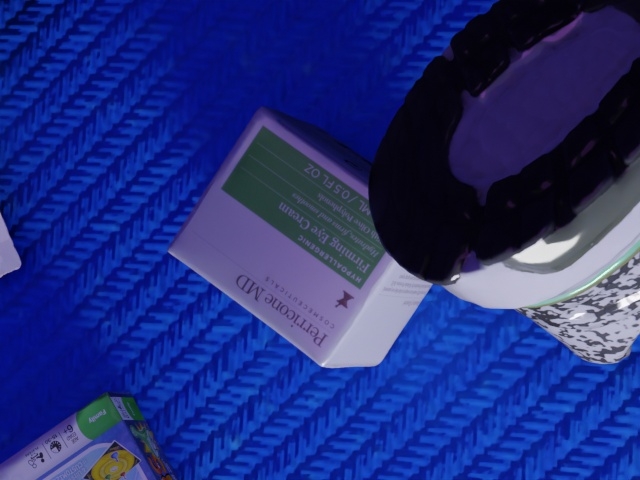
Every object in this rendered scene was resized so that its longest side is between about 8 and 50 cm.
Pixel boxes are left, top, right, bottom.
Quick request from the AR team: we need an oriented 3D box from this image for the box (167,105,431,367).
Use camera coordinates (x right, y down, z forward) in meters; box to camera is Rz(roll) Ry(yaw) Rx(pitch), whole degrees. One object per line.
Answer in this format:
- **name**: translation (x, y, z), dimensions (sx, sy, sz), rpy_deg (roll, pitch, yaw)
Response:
- **box**: translation (0.000, 0.000, 0.891), dimensions (0.101, 0.102, 0.087), rpy_deg (36, 98, 16)

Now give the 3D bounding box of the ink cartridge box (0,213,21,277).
- **ink cartridge box**: translation (-0.250, -0.044, 1.011), dimensions (0.145, 0.045, 0.179), rpy_deg (-23, 88, 14)

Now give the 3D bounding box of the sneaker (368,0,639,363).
- **sneaker**: translation (0.222, -0.089, 0.808), dimensions (0.410, 0.182, 0.158), rpy_deg (-35, 46, 9)

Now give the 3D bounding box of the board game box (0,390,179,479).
- **board game box**: translation (-0.152, 0.190, 0.956), dimensions (0.201, 0.035, 0.136), rpy_deg (-35, 76, 12)
